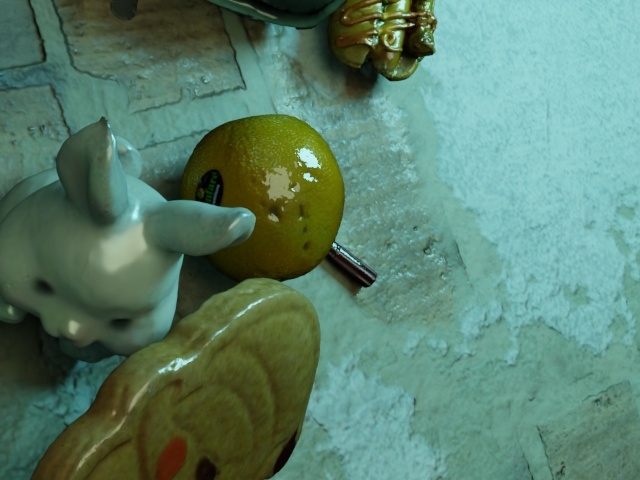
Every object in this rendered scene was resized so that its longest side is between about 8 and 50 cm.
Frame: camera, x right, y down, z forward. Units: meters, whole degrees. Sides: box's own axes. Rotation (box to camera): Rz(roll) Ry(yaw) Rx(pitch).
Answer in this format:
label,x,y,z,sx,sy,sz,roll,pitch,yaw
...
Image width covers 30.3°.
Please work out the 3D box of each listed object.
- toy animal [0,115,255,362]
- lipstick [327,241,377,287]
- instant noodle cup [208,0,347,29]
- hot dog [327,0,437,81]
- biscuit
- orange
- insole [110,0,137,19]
label,x,y,z,sx,sy,sz,roll,pitch,yaw
toy animal,-0.217,-0.011,1.179,0.196,0.367,0.241,25,76,-22
lipstick,0.000,0.000,1.512,0.176,0.027,0.027,38,60,-17
instant noodle cup,-0.043,-0.451,1.476,0.294,0.294,0.308,19,76,-28
hot dog,0.102,-0.385,1.608,0.158,0.117,0.349,20,67,-24
biscuit,-0.144,0.227,1.198,0.455,0.078,0.350,-47,146,-32
orange,-0.067,-0.047,1.383,0.206,0.206,0.206,9,72,-31
insole,-0.233,-0.333,1.465,0.045,0.002,0.135,19,67,-27
